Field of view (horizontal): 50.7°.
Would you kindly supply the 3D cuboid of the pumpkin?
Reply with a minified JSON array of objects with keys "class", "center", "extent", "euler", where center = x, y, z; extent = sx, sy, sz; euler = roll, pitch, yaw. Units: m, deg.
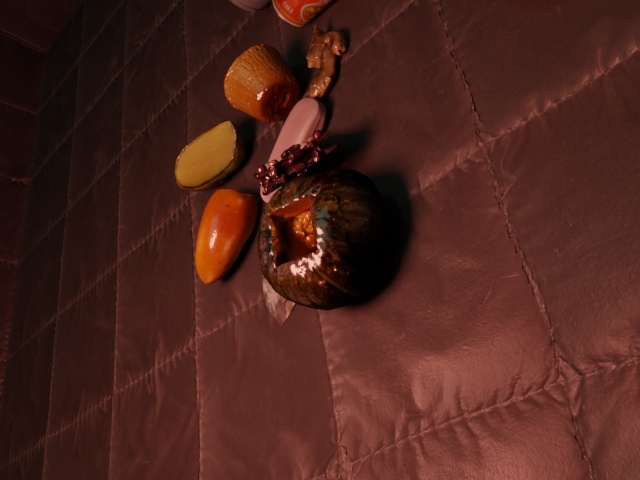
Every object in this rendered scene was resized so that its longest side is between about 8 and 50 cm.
[{"class":"pumpkin","center":[0.000,0.000,1.468],"extent":[0.320,0.192,0.320],"euler":[-11,74,40]}]

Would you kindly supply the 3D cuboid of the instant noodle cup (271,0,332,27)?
[{"class":"instant noodle cup","center":[-0.030,-0.707,1.860],"extent":[0.212,0.193,0.193],"euler":[-38,47,44]}]

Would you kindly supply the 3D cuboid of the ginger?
[{"class":"ginger","center":[0.002,-0.474,1.804],"extent":[0.133,0.059,0.214],"euler":[13,85,43]}]

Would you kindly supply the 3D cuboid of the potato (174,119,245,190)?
[{"class":"potato","center":[-0.311,-0.234,2.020],"extent":[0.272,0.111,0.160],"euler":[-29,66,29]}]

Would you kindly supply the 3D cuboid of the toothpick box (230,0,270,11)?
[{"class":"toothpick box","center":[-0.139,-0.884,2.027],"extent":[0.355,0.263,0.263],"euler":[-28,54,39]}]

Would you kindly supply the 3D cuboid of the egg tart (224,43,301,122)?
[{"class":"egg tart","center":[-0.147,-0.418,1.865],"extent":[0.147,0.202,0.202],"euler":[45,109,31]}]

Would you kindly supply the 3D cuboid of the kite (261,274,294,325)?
[{"class":"kite","center":[-0.050,0.052,1.660],"extent":[0.310,0.015,0.169],"euler":[-52,42,21]}]

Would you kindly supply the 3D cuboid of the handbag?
[{"class":"handbag","center":[-0.064,-0.184,1.601],"extent":[0.203,0.074,0.216],"euler":[-33,5,-3]}]

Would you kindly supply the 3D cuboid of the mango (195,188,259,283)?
[{"class":"mango","center":[-0.273,-0.008,1.853],"extent":[0.187,0.138,0.257],"euler":[-17,55,58]}]

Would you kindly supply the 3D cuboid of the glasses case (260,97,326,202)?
[{"class":"glasses case","center":[-0.072,-0.230,1.764],"extent":[0.113,0.075,0.297],"euler":[27,95,51]}]
